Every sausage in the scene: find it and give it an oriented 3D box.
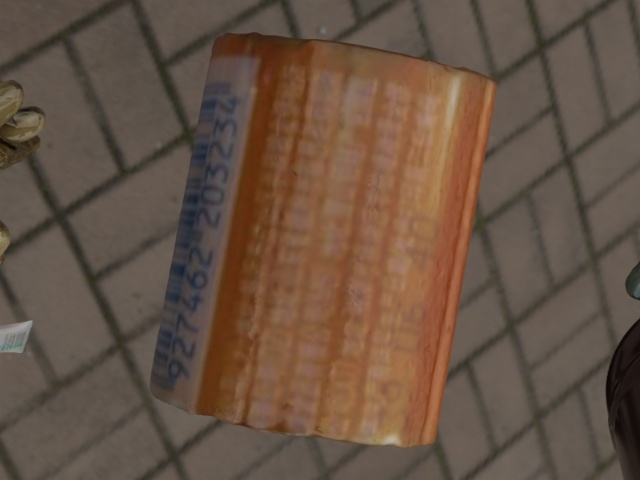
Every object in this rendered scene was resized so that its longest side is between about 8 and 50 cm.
[{"bbox_3d":[0.000,0.000,1.122,0.233,0.233,0.287,11,87,-40],"label":"sausage"}]

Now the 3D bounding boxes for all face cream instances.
[{"bbox_3d":[-0.329,0.098,1.404,0.115,0.020,0.038,-1,118,-47],"label":"face cream"}]

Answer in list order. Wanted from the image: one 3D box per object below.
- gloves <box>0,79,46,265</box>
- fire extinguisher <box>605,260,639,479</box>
[{"bbox_3d":[-0.371,-0.004,1.203,0.356,0.203,0.155,-42,136,7],"label":"gloves"},{"bbox_3d":[0.181,0.103,0.537,0.138,0.344,0.102,22,124,-16],"label":"fire extinguisher"}]
